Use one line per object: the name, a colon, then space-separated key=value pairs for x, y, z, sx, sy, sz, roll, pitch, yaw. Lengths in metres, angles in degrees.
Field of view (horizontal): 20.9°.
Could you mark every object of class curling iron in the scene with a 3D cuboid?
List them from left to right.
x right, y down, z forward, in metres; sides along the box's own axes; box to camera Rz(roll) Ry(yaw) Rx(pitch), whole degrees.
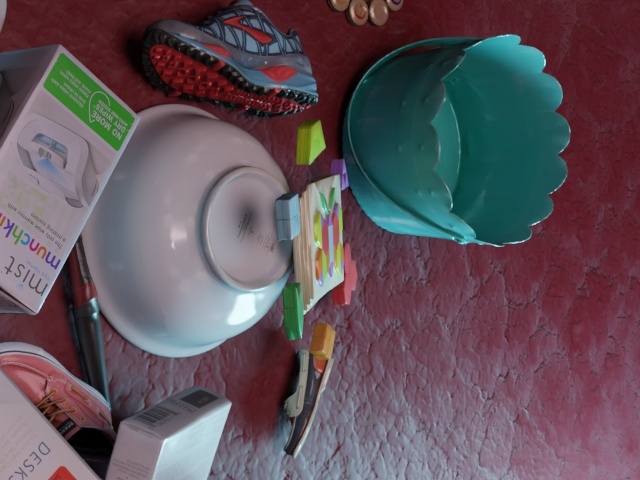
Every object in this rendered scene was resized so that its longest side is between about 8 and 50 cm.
curling iron: x=-0.273 y=0.068 z=1.908 sx=0.068 sy=0.035 sz=0.274 roll=-21 pitch=111 yaw=-22

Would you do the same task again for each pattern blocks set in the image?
pattern blocks set: x=0.000 y=0.000 z=2.049 sx=0.325 sy=0.026 sz=0.285 roll=-62 pitch=148 yaw=-65

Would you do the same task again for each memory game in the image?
memory game: x=0.057 y=-0.369 z=2.260 sx=0.186 sy=0.012 sz=0.186 roll=0 pitch=90 yaw=-46

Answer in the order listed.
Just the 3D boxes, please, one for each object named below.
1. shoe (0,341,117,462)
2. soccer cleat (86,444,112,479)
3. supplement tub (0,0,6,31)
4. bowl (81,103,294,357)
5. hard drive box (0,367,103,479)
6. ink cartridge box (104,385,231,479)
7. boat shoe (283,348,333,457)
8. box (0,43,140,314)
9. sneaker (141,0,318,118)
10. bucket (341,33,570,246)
shoe: x=-0.283 y=0.175 z=1.846 sx=0.063 sy=0.081 sz=0.178 roll=-44 pitch=131 yaw=9
soccer cleat: x=-0.190 y=0.243 z=1.970 sx=0.196 sy=0.076 sz=0.068 roll=2 pitch=111 yaw=-62
supplement tub: x=-0.472 y=-0.260 z=1.558 sx=0.331 sy=0.241 sz=0.241 roll=48 pitch=58 yaw=-34
bowl: x=-0.123 y=-0.012 z=1.989 sx=0.298 sy=0.134 sz=0.297 roll=0 pitch=90 yaw=-45
hard drive box: x=-0.360 y=0.220 z=1.707 sx=0.232 sy=0.089 sz=0.181 roll=50 pitch=53 yaw=-15
ink cartridge box: x=-0.181 y=0.283 z=1.840 sx=0.232 sy=0.066 sz=0.189 roll=-69 pitch=165 yaw=14
boat shoe: x=-0.023 y=0.202 z=2.153 sx=0.043 sy=0.049 sz=0.137 roll=19 pitch=74 yaw=0
box: x=-0.337 y=-0.052 z=1.679 sx=0.127 sy=0.262 sz=0.231 roll=43 pitch=61 yaw=-36
sneaker: x=-0.115 y=-0.227 z=2.044 sx=0.262 sy=0.104 sz=0.125 roll=15 pitch=62 yaw=-49
bucket: x=0.172 y=-0.128 z=2.254 sx=0.281 sy=0.183 sz=0.281 roll=2 pitch=88 yaw=-46
